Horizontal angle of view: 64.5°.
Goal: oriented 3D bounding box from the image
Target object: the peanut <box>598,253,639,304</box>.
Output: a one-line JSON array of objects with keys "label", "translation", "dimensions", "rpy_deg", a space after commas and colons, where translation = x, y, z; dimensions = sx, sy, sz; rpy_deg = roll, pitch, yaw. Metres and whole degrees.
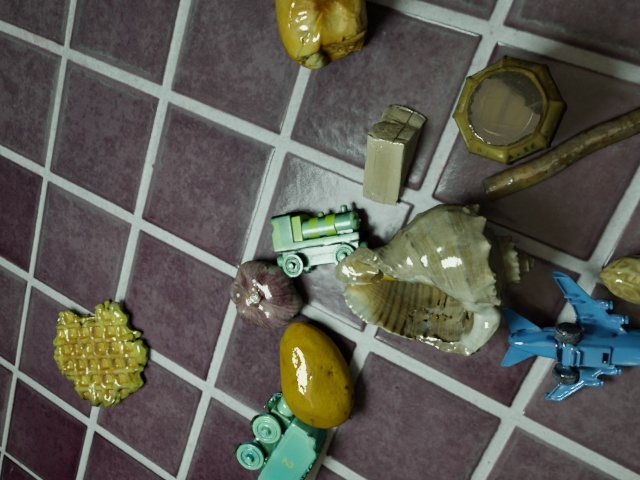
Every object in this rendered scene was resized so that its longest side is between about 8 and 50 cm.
[{"label": "peanut", "translation": [0.538, 0.067, 0.780], "dimensions": [0.193, 0.093, 0.083], "rpy_deg": [2, 128, 20]}]

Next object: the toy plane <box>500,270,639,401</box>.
[{"label": "toy plane", "translation": [0.441, 0.173, 0.838], "dimensions": [0.271, 0.105, 0.254], "rpy_deg": [4, 116, 26]}]

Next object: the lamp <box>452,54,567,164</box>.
[{"label": "lamp", "translation": [0.291, -0.195, 0.780], "dimensions": [0.161, 0.185, 0.162], "rpy_deg": [3, 99, 22]}]

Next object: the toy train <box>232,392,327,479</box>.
[{"label": "toy train", "translation": [-0.082, 0.442, 1.106], "dimensions": [0.162, 0.112, 0.203], "rpy_deg": [32, 111, 8]}]

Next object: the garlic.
[{"label": "garlic", "translation": [-0.120, 0.114, 1.059], "dimensions": [0.159, 0.102, 0.147], "rpy_deg": [43, 114, 10]}]

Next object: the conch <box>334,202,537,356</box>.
[{"label": "conch", "translation": [0.198, 0.064, 0.875], "dimensions": [0.323, 0.186, 0.264], "rpy_deg": [1, 107, 38]}]

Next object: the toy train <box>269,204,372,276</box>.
[{"label": "toy train", "translation": [0.000, 0.000, 0.999], "dimensions": [0.200, 0.083, 0.132], "rpy_deg": [-9, 90, 21]}]

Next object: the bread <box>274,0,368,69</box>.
[{"label": "bread", "translation": [-0.015, -0.476, 0.853], "dimensions": [0.148, 0.195, 0.345], "rpy_deg": [-9, 97, 4]}]

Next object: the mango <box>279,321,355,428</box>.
[{"label": "mango", "translation": [-0.017, 0.276, 1.040], "dimensions": [0.147, 0.109, 0.228], "rpy_deg": [-25, 90, 13]}]

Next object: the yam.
[{"label": "yam", "translation": [0.420, -0.148, 0.812], "dimensions": [0.326, 0.045, 0.045], "rpy_deg": [-26, 112, 25]}]

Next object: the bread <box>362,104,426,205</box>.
[{"label": "bread", "translation": [0.133, -0.155, 0.944], "dimensions": [0.077, 0.105, 0.152], "rpy_deg": [22, 140, 17]}]

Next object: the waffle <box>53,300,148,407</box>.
[{"label": "waffle", "translation": [-0.573, 0.285, 1.309], "dimensions": [0.300, 0.058, 0.282], "rpy_deg": [-34, 88, 23]}]
